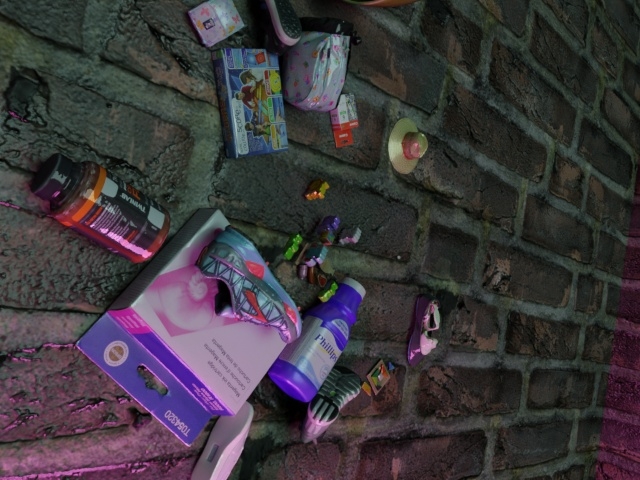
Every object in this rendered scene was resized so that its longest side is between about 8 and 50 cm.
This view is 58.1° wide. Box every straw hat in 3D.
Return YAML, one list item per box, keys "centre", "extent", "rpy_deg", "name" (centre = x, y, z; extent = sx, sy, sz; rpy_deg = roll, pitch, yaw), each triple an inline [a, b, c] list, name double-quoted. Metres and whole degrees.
- centre: [0.239, -0.243, 1.474]
  extent: [0.144, 0.061, 0.145]
  rpy_deg: [-6, 98, -45]
  name: "straw hat"

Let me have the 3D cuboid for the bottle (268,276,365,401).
- centre: [0.004, 0.207, 1.263]
  extent: [0.283, 0.092, 0.118]
  rpy_deg: [-54, 126, -27]
  name: "bottle"

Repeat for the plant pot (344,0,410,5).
- centre: [0.169, -0.627, 1.251]
  extent: [0.293, 0.274, 0.275]
  rpy_deg: [-16, 106, -59]
  name: "plant pot"

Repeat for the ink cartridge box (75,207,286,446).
- centre: [-0.214, 0.167, 1.064]
  extent: [0.330, 0.071, 0.324]
  rpy_deg: [-54, 128, -28]
  name: "ink cartridge box"

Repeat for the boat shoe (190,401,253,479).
- centre: [-0.180, 0.406, 1.126]
  extent: [0.184, 0.066, 0.063]
  rpy_deg: [-65, 146, -21]
  name: "boat shoe"

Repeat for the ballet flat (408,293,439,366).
- centre: [0.286, 0.246, 1.563]
  extent: [0.074, 0.074, 0.203]
  rpy_deg: [14, 84, -44]
  name: "ballet flat"

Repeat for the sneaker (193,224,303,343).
- centre: [-0.134, 0.102, 1.041]
  extent: [0.125, 0.104, 0.262]
  rpy_deg: [-40, 116, -16]
  name: "sneaker"

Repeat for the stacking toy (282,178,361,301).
- centre: [0.000, 0.000, 1.245]
  extent: [0.167, 0.052, 0.221]
  rpy_deg: [52, 47, -34]
  name: "stacking toy"

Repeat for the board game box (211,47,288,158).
- centre: [-0.133, -0.267, 1.121]
  extent: [0.136, 0.035, 0.202]
  rpy_deg: [-16, 105, -43]
  name: "board game box"

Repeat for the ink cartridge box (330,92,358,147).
- centre: [0.055, -0.274, 1.311]
  extent: [0.062, 0.029, 0.115]
  rpy_deg: [-23, 109, -41]
  name: "ink cartridge box"

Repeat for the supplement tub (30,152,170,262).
- centre: [-0.337, -0.052, 0.892]
  extent: [0.198, 0.106, 0.106]
  rpy_deg: [38, 68, -41]
  name: "supplement tub"

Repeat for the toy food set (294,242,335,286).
- centre: [-0.018, 0.061, 1.280]
  extent: [0.122, 0.019, 0.078]
  rpy_deg: [51, 60, -40]
  name: "toy food set"

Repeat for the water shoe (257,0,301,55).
- centre: [-0.101, -0.456, 1.114]
  extent: [0.072, 0.080, 0.203]
  rpy_deg: [-3, 71, -40]
  name: "water shoe"

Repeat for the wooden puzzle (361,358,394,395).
- centre: [0.151, 0.351, 1.479]
  extent: [0.116, 0.014, 0.079]
  rpy_deg: [-49, 125, -30]
  name: "wooden puzzle"

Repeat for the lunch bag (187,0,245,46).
- centre: [-0.190, -0.398, 1.042]
  extent: [0.083, 0.053, 0.071]
  rpy_deg: [-39, 119, -24]
  name: "lunch bag"

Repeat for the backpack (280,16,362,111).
- centre: [-0.011, -0.355, 1.173]
  extent: [0.115, 0.151, 0.182]
  rpy_deg: [-1, 107, -39]
  name: "backpack"

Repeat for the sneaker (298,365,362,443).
- centre: [0.009, 0.381, 1.310]
  extent: [0.132, 0.086, 0.228]
  rpy_deg: [-62, 164, 23]
  name: "sneaker"
